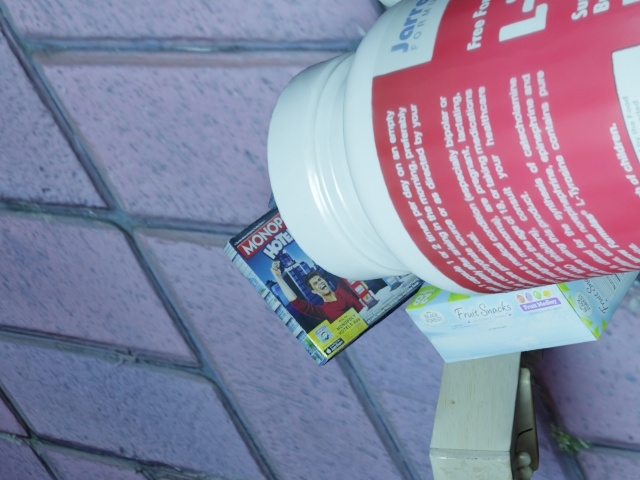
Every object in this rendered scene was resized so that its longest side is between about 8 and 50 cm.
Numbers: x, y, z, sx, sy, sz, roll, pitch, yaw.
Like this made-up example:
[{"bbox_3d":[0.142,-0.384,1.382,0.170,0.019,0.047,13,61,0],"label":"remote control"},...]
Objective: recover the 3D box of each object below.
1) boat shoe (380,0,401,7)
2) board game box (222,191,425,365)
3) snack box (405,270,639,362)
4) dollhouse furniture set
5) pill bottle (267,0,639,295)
[{"bbox_3d":[0.105,-0.268,1.196,0.103,0.113,0.302,36,146,12],"label":"boat shoe"},{"bbox_3d":[0.000,0.000,1.589,0.194,0.194,0.060,49,146,7],"label":"board game box"},{"bbox_3d":[0.192,0.000,1.357,0.174,0.207,0.070,-15,121,50],"label":"snack box"},{"bbox_3d":[0.315,0.147,1.480,0.394,0.256,0.362,1,137,13],"label":"dollhouse furniture set"},{"bbox_3d":[0.167,-0.085,1.136,0.407,0.229,0.229,-12,123,42],"label":"pill bottle"}]
